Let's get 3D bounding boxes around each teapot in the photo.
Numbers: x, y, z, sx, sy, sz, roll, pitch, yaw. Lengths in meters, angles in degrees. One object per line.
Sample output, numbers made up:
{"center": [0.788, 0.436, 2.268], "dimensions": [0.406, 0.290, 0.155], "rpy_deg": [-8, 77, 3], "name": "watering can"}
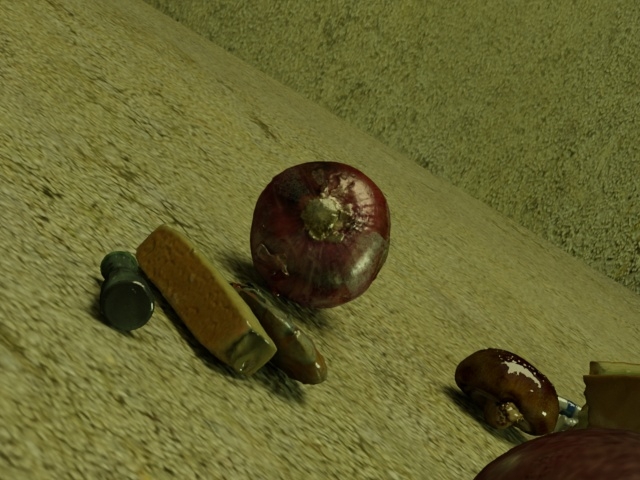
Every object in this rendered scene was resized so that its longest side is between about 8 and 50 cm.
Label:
{"center": [-0.159, 0.037, 1.188], "dimensions": [0.043, 0.043, 0.110], "rpy_deg": [31, 6, -17], "name": "teapot"}

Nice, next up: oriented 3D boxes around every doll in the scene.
{"center": [0.369, 0.248, 1.852], "dimensions": [0.227, 0.057, 0.114], "rpy_deg": [19, 9, -26], "name": "doll"}

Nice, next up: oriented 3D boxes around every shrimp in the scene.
{"center": [-0.050, 0.069, 1.315], "dimensions": [0.190, 0.042, 0.101], "rpy_deg": [35, -20, 52], "name": "shrimp"}

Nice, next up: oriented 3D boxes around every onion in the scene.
{"center": [0.000, 0.000, 1.583], "dimensions": [0.159, 0.159, 0.195], "rpy_deg": [36, -11, 7], "name": "onion"}

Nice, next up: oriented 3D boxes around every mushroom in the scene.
{"center": [0.205, 0.173, 1.641], "dimensions": [0.127, 0.087, 0.127], "rpy_deg": [35, -13, 10], "name": "mushroom"}

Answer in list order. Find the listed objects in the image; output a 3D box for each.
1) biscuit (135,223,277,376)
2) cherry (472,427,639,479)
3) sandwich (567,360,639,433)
{"center": [-0.100, 0.050, 1.277], "dimensions": [0.056, 0.052, 0.188], "rpy_deg": [47, -1, -41], "name": "biscuit"}
{"center": [0.183, 0.228, 0.891], "dimensions": [0.261, 0.221, 0.307], "rpy_deg": [40, -5, -15], "name": "cherry"}
{"center": [0.369, 0.253, 1.694], "dimensions": [0.186, 0.220, 0.108], "rpy_deg": [-1, 6, 13], "name": "sandwich"}
